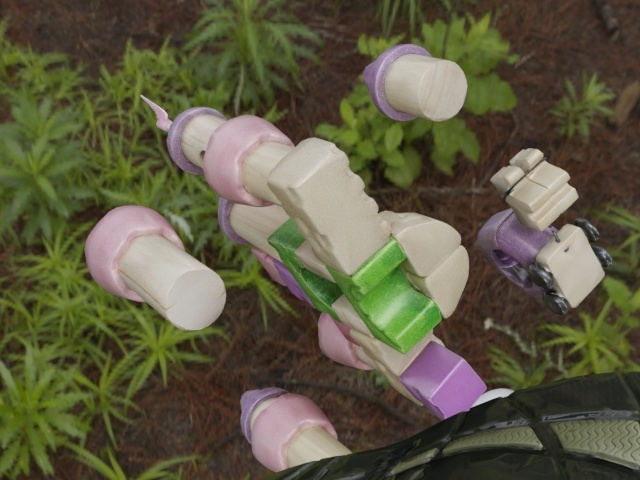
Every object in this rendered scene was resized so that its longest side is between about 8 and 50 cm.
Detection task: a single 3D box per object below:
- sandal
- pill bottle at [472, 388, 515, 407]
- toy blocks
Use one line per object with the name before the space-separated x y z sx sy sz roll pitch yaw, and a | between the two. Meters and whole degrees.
sandal | 0.049 0.123 0.373 0.120 0.303 0.086 -32 94 -47
pill bottle | 0.286 0.317 1.125 0.323 0.181 0.181 31 58 33
toy blocks | 0.000 0.000 0.802 0.309 0.288 0.260 -43 32 -13
